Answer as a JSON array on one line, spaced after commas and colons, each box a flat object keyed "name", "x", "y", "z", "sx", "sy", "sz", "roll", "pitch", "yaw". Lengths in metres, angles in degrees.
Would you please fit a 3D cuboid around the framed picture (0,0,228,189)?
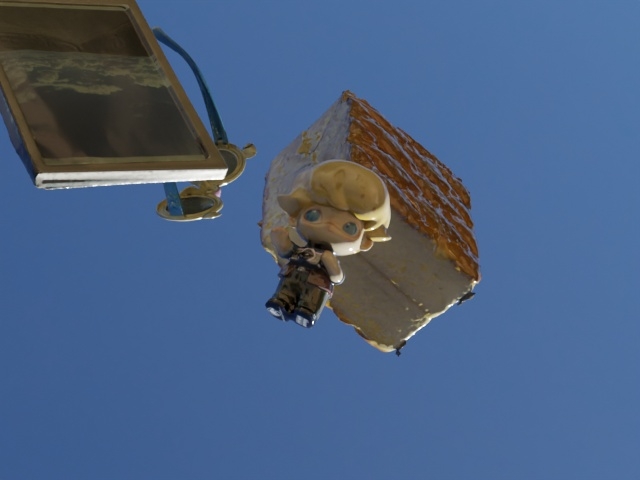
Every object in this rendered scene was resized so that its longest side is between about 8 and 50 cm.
[{"name": "framed picture", "x": -0.216, "y": -0.143, "z": 1.461, "sx": 0.189, "sy": 0.023, "sz": 0.260, "roll": -3, "pitch": -134, "yaw": -32}]

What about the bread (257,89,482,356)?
[{"name": "bread", "x": 0.069, "y": -0.031, "z": 2.258, "sx": 0.279, "sy": 0.207, "sz": 0.279, "roll": 37, "pitch": -155, "yaw": -24}]

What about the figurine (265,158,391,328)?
[{"name": "figurine", "x": 0.000, "y": 0.000, "z": 1.727, "sx": 0.114, "sy": 0.108, "sz": 0.196, "roll": 13, "pitch": -123, "yaw": 29}]

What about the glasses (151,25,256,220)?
[{"name": "glasses", "x": -0.188, "y": -0.138, "z": 1.931, "sx": 0.220, "sy": 0.088, "sz": 0.190, "roll": 57, "pitch": -150, "yaw": -21}]
